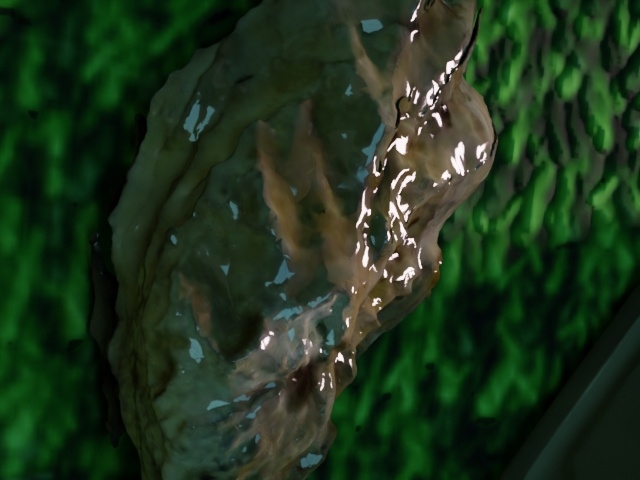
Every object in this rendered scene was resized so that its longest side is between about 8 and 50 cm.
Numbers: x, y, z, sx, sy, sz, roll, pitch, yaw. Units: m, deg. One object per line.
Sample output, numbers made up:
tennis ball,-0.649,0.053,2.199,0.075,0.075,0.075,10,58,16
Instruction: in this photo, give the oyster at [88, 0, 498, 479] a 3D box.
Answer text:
oyster,-0.002,-0.009,0.444,0.209,0.072,0.133,-44,117,-22

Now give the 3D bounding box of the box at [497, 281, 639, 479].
box,0.162,0.080,0.526,0.172,0.124,0.093,-50,126,-16
